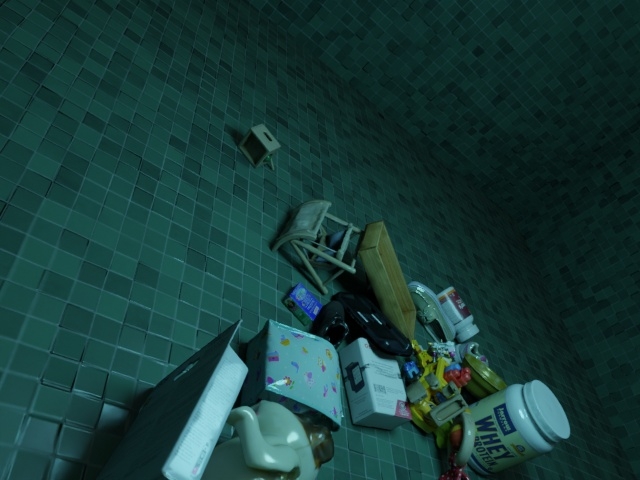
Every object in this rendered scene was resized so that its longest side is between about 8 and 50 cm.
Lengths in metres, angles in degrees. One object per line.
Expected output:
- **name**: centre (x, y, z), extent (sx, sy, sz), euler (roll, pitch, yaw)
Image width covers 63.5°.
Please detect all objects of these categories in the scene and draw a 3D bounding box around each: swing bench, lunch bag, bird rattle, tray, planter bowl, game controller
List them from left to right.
- **lunch bag**: centre (-0.058, 0.358, 1.326), extent (0.262, 0.160, 0.224), euler (27, 36, -24)
- **swing bench**: centre (0.000, 0.000, 1.781), extent (0.254, 0.165, 0.253), euler (42, 32, -13)
- **game controller**: centre (0.169, 0.271, 1.707), extent (0.166, 0.067, 0.319), euler (7, 24, -37)
- **tray**: centre (0.245, 0.156, 1.842), extent (0.203, 0.076, 0.411), euler (-67, 139, -58)
- **bird rattle**: centre (0.425, 0.643, 1.618), extent (0.142, 0.207, 0.253), euler (18, 26, 10)
- **planter bowl**: centre (0.601, 0.531, 1.950), extent (0.217, 0.090, 0.217), euler (36, 11, -8)

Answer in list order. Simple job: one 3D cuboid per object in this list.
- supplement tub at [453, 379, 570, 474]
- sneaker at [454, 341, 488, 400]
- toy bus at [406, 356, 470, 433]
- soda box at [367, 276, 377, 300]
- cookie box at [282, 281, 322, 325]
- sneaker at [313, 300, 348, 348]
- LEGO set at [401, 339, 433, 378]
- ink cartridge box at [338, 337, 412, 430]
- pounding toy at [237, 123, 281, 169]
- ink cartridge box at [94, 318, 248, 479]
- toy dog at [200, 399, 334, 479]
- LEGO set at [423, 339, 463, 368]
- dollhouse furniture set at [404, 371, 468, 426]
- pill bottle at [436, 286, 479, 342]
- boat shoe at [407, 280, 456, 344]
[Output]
- **supplement tub**: centre (0.648, 0.638, 1.773), extent (0.235, 0.324, 0.236), euler (33, 35, -26)
- **sneaker**: centre (0.623, 0.516, 2.081), extent (0.102, 0.111, 0.253), euler (16, 45, -44)
- **toy bus**: centre (0.399, 0.498, 1.717), extent (0.149, 0.211, 0.220), euler (47, 32, -7)
- **soda box**: centre (0.219, 0.148, 2.006), extent (0.053, 0.060, 0.169), euler (38, 32, -24)
- **cookie box**: centre (-0.055, 0.198, 1.614), extent (0.107, 0.040, 0.092), euler (47, 30, -5)
- **sneaker**: centre (0.038, 0.270, 1.573), extent (0.109, 0.130, 0.286), euler (42, 30, -10)
- **LEGO set**: centre (0.304, 0.399, 1.758), extent (0.227, 0.087, 0.093), euler (-23, 82, -44)
- **ink cartridge box**: centre (0.165, 0.439, 1.581), extent (0.171, 0.100, 0.237), euler (25, 39, -37)
- **pounding toy**: centre (-0.215, -0.336, 1.919), extent (0.141, 0.130, 0.100), euler (51, 43, 2)
- **ink cartridge box**: centre (-0.266, 0.334, 0.916), extent (0.071, 0.324, 0.330), euler (44, 32, -12)
- **toy dog**: centre (-0.116, 0.489, 0.995), extent (0.395, 0.284, 0.408), euler (48, 29, -8)
- **LEGO set**: centre (0.450, 0.468, 1.923), extent (0.287, 0.132, 0.107), euler (58, 33, -52)
- **dollhouse furniture set**: centre (0.364, 0.497, 1.581), extent (0.151, 0.144, 0.123), euler (57, 0, 1)
- **pill bottle**: centre (0.579, 0.320, 2.229), extent (0.121, 0.121, 0.221), euler (-11, 66, -56)
- **boat shoe**: centre (0.446, 0.299, 2.096), extent (0.302, 0.109, 0.094), euler (50, 32, -5)
